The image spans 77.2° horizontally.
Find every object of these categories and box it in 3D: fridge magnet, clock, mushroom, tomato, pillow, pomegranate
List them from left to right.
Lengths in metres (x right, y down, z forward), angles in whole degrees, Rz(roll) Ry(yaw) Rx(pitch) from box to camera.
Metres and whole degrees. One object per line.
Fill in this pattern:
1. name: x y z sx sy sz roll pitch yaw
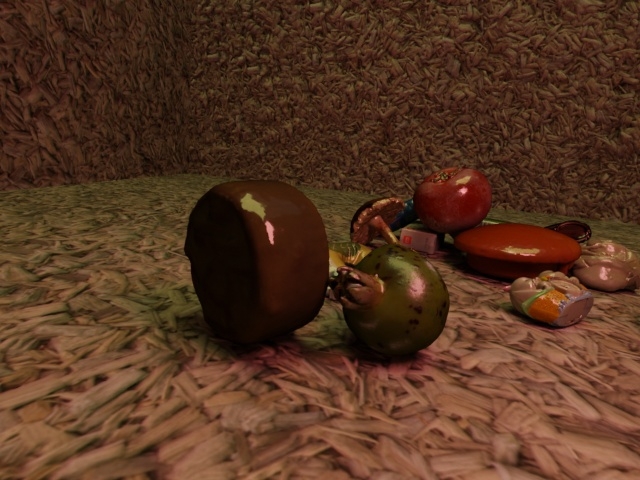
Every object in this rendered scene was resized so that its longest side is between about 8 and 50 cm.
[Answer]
1. pillow: 0.078 0.068 1.105 0.234 0.085 0.214 0 25 -33
2. mushroom: 0.207 -0.009 1.388 0.208 0.232 0.301 -3 56 3
3. pomegranate: 0.112 0.098 0.700 0.248 0.201 0.202 26 -3 -41
4. tomato: 0.473 -0.138 1.428 0.271 0.226 0.270 -22 17 7
5. fridge magnet: 0.612 0.027 1.270 0.365 0.155 0.363 0 13 0
6. clock: 0.542 0.132 0.950 0.231 0.103 0.144 -4 25 -31

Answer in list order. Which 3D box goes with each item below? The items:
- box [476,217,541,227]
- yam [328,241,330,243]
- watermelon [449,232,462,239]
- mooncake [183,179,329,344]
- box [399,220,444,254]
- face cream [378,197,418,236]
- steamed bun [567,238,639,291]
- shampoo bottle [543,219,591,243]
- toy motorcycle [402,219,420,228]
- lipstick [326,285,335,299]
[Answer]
1. box: 0.847 -0.047 1.823 0.346 0.097 0.134 15 15 38
2. yam: 0.000 0.000 1.440 0.033 0.027 0.129 -38 26 -7
3. watermelon: 0.538 -0.074 1.608 0.154 0.094 0.241 25 25 -45
4. mooncake: -0.122 0.037 0.700 0.156 0.283 0.285 -9 20 -41
5. box: 0.405 -0.016 1.560 0.135 0.079 0.269 12 15 24
6. face cream: 0.330 -0.097 1.645 0.264 0.083 0.149 -29 -22 5
7. steamed bun: 0.893 0.067 1.268 0.218 0.144 0.211 1 15 -14
8. shampoo bottle: 0.840 -0.009 1.485 0.129 0.083 0.323 -1 -7 2
9. toy motorcycle: 0.443 -0.057 1.798 0.174 0.058 0.100 3 19 -19
10. lipstick: 0.022 0.120 0.945 0.130 0.030 0.030 8 14 11
